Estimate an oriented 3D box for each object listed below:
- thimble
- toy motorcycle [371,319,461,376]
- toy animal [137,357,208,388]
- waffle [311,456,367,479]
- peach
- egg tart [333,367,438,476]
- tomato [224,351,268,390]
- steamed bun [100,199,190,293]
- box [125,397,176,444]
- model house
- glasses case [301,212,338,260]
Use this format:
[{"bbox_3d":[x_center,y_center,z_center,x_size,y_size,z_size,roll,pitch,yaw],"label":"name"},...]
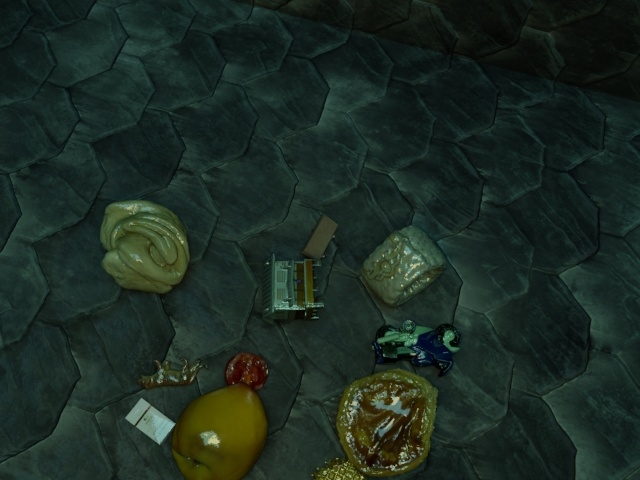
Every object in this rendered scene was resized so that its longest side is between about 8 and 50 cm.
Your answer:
[{"bbox_3d":[0.310,0.093,1.922,0.292,0.291,0.195,-33,70,-16],"label":"thimble"},{"bbox_3d":[0.352,0.393,1.884,0.332,0.125,0.196,0,65,-7],"label":"toy motorcycle"},{"bbox_3d":[-0.519,0.470,1.847,0.242,0.056,0.099,-1,72,-5],"label":"toy animal"},{"bbox_3d":[0.067,0.812,1.708,0.193,0.070,0.197,-29,67,-14],"label":"waffle"},{"bbox_3d":[-0.307,0.619,1.674,0.289,0.288,0.308,35,37,12],"label":"peach"},{"bbox_3d":[0.213,0.605,1.759,0.340,0.153,0.351,7,66,1],"label":"egg tart"},{"bbox_3d":[-0.270,0.464,1.839,0.159,0.091,0.138,10,74,-28],"label":"tomato"},{"bbox_3d":[-0.662,0.013,1.953,0.325,0.230,0.371,-14,69,-5],"label":"steamed bun"},{"bbox_3d":[-0.576,0.616,1.782,0.155,0.040,0.084,32,71,12],"label":"box"},{"bbox_3d":[-0.105,0.179,1.912,0.216,0.198,0.224,1,66,-8],"label":"model house"},{"bbox_3d":[0.000,0.000,2.079,0.103,0.070,0.193,36,64,-17],"label":"glasses case"}]
